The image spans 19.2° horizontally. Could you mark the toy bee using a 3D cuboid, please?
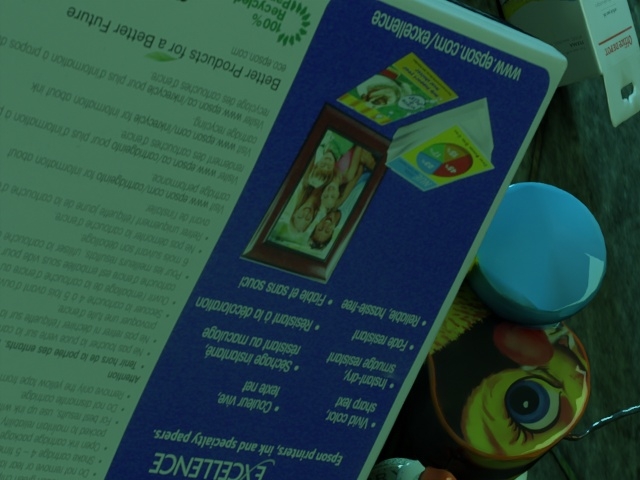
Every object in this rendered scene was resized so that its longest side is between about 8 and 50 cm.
[{"bbox_3d":[0.074,0.047,0.910,0.162,0.298,0.195,-42,150,-27],"label":"toy bee"}]

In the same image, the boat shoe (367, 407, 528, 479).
[{"bbox_3d":[0.042,0.165,1.014,0.098,0.109,0.302,61,26,-19],"label":"boat shoe"}]

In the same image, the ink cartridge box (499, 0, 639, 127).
[{"bbox_3d":[0.188,-0.184,1.462,0.115,0.067,0.198,-29,104,-61],"label":"ink cartridge box"}]

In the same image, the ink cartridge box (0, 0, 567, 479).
[{"bbox_3d":[-0.071,0.020,0.744,0.304,0.072,0.307,15,105,-47],"label":"ink cartridge box"}]
